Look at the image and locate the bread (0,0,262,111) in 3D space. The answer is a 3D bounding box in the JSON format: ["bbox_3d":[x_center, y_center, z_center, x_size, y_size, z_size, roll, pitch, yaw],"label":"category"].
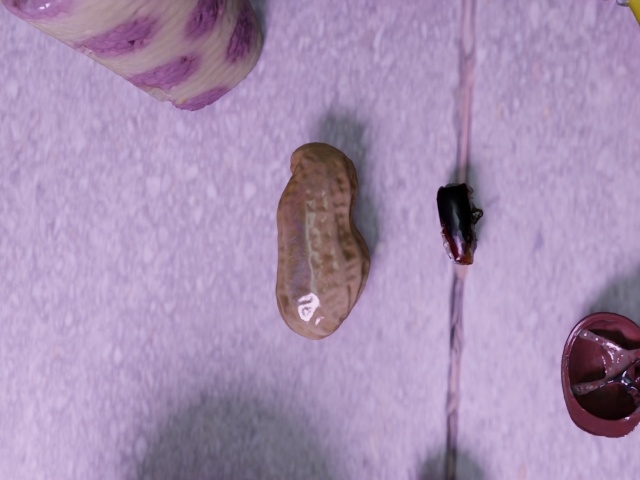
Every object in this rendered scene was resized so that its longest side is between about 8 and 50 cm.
[{"bbox_3d":[-0.174,-0.239,0.647,0.155,0.338,0.187,-42,82,7],"label":"bread"}]

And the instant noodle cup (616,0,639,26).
[{"bbox_3d":[0.394,-0.156,0.573,0.265,0.264,0.200,-20,89,10],"label":"instant noodle cup"}]

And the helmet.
[{"bbox_3d":[0.271,0.120,0.670,0.089,0.057,0.111,10,94,48],"label":"helmet"}]

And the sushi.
[{"bbox_3d":[0.136,-0.017,0.712,0.044,0.046,0.083,-9,84,11],"label":"sushi"}]

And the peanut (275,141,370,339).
[{"bbox_3d":[0.001,0.000,0.720,0.094,0.083,0.194,3,88,26],"label":"peanut"}]
